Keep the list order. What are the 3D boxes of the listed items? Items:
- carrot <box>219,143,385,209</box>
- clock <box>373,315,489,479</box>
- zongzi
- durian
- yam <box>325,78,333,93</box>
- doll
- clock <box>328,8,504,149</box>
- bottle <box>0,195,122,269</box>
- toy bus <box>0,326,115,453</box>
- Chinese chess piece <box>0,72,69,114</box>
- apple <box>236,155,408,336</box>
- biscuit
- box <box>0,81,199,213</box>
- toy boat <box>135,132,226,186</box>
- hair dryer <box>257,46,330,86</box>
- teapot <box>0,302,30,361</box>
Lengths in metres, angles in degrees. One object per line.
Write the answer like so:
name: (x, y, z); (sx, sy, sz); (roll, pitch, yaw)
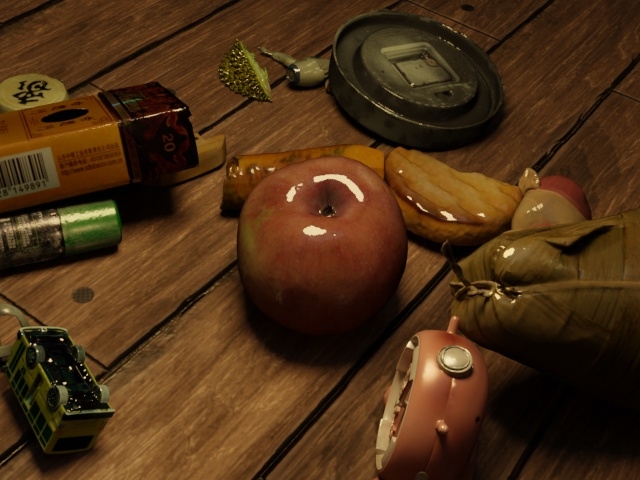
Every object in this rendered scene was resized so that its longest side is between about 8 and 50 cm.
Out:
carrot: (-0.034, -0.112, 1.655); (0.302, 0.114, 0.114); (-3, 43, 5)
clock: (0.164, 0.236, 1.260); (0.142, 0.241, 0.227); (14, 42, 1)
zongzi: (0.398, -0.014, 1.399); (0.500, 0.218, 0.467); (23, 66, -15)
durian: (-0.166, -0.373, 1.995); (0.100, 0.086, 0.215); (19, 34, -42)
yam: (0.131, -0.397, 2.075); (0.045, 0.045, 0.327); (7, 31, 45)
doll: (0.395, 0.005, 1.599); (0.152, 0.196, 0.256); (-4, 42, 26)
clock: (0.201, -0.346, 1.969); (0.386, 0.076, 0.386); (9, 48, -10)
bottle: (-0.496, -0.004, 1.511); (0.330, 0.093, 0.093); (-12, 47, -21)
toy bus: (-0.373, 0.208, 1.297); (0.088, 0.101, 0.175); (6, 33, -47)
Chinese chess piece: (-0.565, -0.270, 1.811); (0.144, 0.058, 0.144); (5, 42, -4)
apple: (0.000, 0.000, 1.474); (0.305, 0.235, 0.306); (0, 51, -1)
biscuit: (0.225, -0.074, 1.709); (0.274, 0.091, 0.213); (27, 43, 16)
box: (-0.436, -0.162, 1.589); (0.415, 0.116, 0.264); (-15, 22, -15)
toy boat: (-0.265, -0.153, 1.737); (0.200, 0.057, 0.077); (-25, 47, -31)
hair dryer: (-0.030, -0.395, 2.056); (0.167, 0.067, 0.199); (-6, 29, -28)
teapot: (-0.540, 0.123, 1.328); (0.239, 0.149, 0.162); (5, 42, -4)
